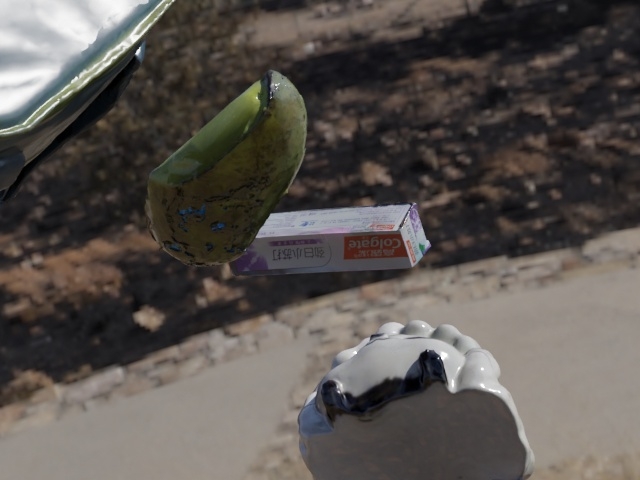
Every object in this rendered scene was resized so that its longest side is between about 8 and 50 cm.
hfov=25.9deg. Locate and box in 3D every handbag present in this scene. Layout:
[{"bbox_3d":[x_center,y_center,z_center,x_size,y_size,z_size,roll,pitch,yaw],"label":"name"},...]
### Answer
[{"bbox_3d":[-0.244,-0.125,0.864,0.241,0.222,0.263,-30,14,48],"label":"handbag"}]

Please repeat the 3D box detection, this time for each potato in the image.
[{"bbox_3d":[-0.067,-0.044,1.097,0.119,0.198,0.054,12,41,-40],"label":"potato"}]

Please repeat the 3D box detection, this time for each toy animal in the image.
[{"bbox_3d":[0.091,0.172,1.341,0.208,0.204,0.156,-20,21,13],"label":"toy animal"}]

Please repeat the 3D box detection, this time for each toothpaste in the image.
[{"bbox_3d":[0.000,0.000,1.229,0.196,0.047,0.040,-3,28,34],"label":"toothpaste"}]
